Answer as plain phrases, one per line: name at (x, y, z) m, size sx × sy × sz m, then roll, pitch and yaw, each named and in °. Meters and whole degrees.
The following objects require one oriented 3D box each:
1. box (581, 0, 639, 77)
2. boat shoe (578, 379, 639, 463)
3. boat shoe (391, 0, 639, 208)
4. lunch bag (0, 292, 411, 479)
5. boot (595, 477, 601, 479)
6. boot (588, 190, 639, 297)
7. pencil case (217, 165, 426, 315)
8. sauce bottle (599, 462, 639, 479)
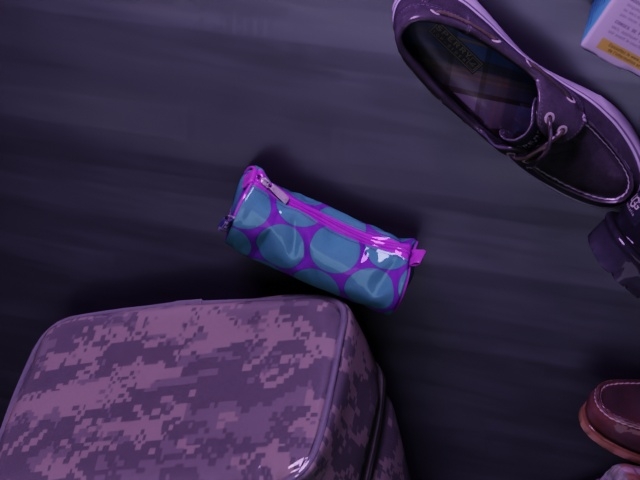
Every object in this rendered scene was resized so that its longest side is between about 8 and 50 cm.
box at (0.269, -0.201, 0.865) m, size 0.100 × 0.060 × 0.244 m, roll 28°, pitch 132°, yaw -4°
boat shoe at (0.308, 0.140, 1.069) m, size 0.207 × 0.073 × 0.073 m, roll 12°, pitch 134°, yaw -5°
boat shoe at (0.140, -0.093, 0.970) m, size 0.228 × 0.076 × 0.080 m, roll 43°, pitch 119°, yaw -13°
lunch bag at (-0.076, 0.201, 1.122) m, size 0.305 × 0.213 × 0.256 m, roll -8°, pitch 134°, yaw 18°
boot at (0.150, 0.409, 1.041) m, size 0.367 × 0.445 × 0.146 m, roll -32°, pitch 108°, yaw 26°
boot at (0.341, -0.002, 0.967) m, size 0.246 × 0.094 × 0.207 m, roll 36°, pitch 116°, yaw -18°
pencil case at (0.000, 0.000, 1.062) m, size 0.151 × 0.064 × 0.070 m, roll 24°, pitch 138°, yaw -2°
sauce bottle at (0.376, 0.239, 1.035) m, size 0.344 × 0.111 × 0.111 m, roll 8°, pitch 122°, yaw -6°
